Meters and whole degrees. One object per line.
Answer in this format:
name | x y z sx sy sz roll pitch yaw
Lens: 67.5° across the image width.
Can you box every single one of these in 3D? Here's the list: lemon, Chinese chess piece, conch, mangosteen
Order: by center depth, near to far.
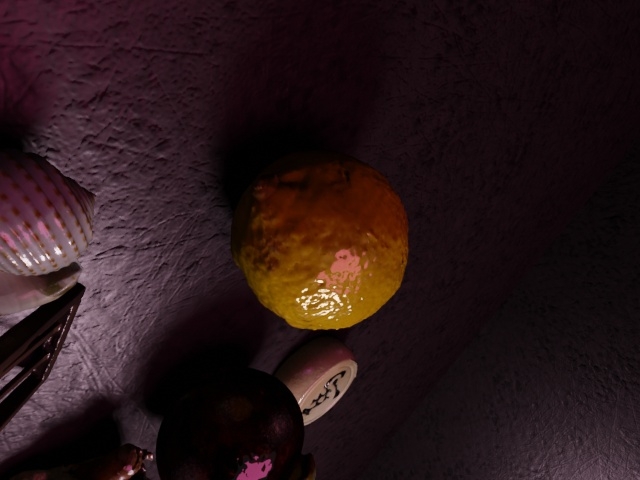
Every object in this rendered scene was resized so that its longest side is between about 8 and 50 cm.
conch | -0.323 -0.014 0.460 0.199 0.131 0.172 -5 156 -26
lemon | 0.000 0.000 0.726 0.268 0.268 0.321 -54 145 11
mangosteen | -0.162 0.399 0.928 0.311 0.311 0.311 -30 144 -25
Chinese chess piece | -0.016 0.366 1.249 0.250 0.101 0.251 -31 144 -26

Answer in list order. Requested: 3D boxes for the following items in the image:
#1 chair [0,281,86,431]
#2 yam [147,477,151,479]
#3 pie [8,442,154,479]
chair | -0.453 0.150 0.454 0.240 0.416 0.203 27 108 -11
yam | -0.466 0.543 0.965 0.263 0.046 0.046 0 125 -48
pie | -0.424 0.477 0.846 0.274 0.106 0.258 -9 129 -17
